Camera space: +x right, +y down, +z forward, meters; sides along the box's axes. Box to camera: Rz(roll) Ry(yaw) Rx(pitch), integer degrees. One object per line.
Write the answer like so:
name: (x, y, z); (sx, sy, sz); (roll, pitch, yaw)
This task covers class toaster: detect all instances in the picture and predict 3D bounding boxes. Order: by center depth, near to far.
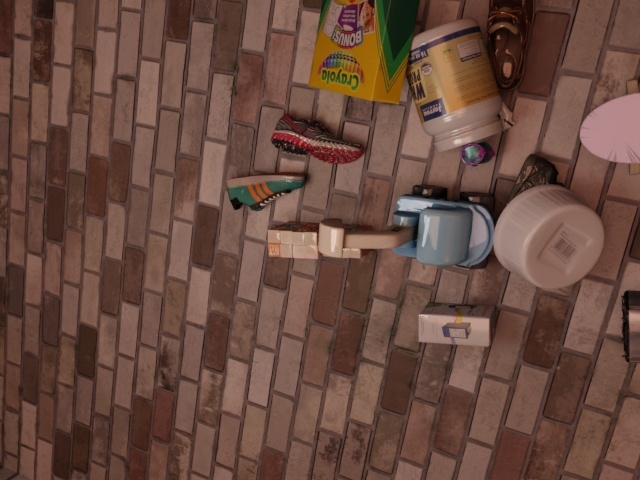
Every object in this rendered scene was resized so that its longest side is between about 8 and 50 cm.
toaster: (0.876, 0.234, 1.636); (0.110, 0.186, 0.168); (-2, 100, 27)

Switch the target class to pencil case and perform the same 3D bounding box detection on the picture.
pencil case: (0.449, -0.247, 1.725); (0.070, 0.152, 0.064); (0, 100, 26)

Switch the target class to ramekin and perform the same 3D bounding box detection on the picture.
ramekin: (0.626, -0.002, 1.640); (0.277, 0.135, 0.277); (-5, 114, -11)

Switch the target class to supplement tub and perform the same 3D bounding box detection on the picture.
supplement tub: (0.368, -0.424, 1.675); (0.228, 0.228, 0.316); (-17, 97, 24)

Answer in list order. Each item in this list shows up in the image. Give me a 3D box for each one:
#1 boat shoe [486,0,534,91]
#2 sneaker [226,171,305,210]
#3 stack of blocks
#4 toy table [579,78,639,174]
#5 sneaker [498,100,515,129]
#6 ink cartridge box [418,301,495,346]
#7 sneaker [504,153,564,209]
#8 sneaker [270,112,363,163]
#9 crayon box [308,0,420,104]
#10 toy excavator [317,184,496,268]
boat shoe: (0.511, -0.582, 1.645); (0.123, 0.123, 0.342); (6, 103, 21)
sneaker: (-0.179, -0.162, 2.025); (0.302, 0.108, 0.121); (-2, 101, 30)
stack of blocks: (0.000, 0.000, 1.946); (0.297, 0.171, 0.087); (3, 102, 21)
toy table: (0.820, -0.290, 1.563); (0.274, 0.161, 0.252); (9, 104, 21)
sneaker: (0.526, -0.372, 1.735); (0.044, 0.040, 0.109); (-17, 98, 8)
ink cartridge box: (0.418, 0.252, 1.839); (0.212, 0.154, 0.093); (3, 100, 22)
sneaker: (0.608, -0.120, 1.723); (0.130, 0.087, 0.227); (28, 104, 21)
sneaker: (-0.007, -0.327, 1.917); (0.299, 0.121, 0.112); (17, 76, 10)
crayon box: (0.112, -0.569, 1.712); (0.363, 0.106, 0.313); (34, 117, 55)
toy excavator: (0.257, -0.025, 1.687); (0.433, 0.445, 0.222); (9, 104, 20)
